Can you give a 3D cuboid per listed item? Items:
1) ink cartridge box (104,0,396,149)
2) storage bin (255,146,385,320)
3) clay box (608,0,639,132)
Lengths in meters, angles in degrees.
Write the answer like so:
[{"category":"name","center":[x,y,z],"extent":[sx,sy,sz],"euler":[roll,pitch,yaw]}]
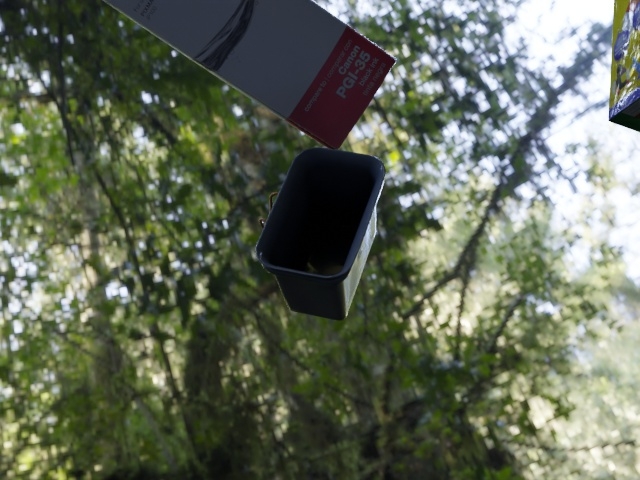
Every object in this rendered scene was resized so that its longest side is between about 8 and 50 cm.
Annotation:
[{"category":"ink cartridge box","center":[-0.088,-0.228,1.117],"extent":[0.283,0.207,0.117],"euler":[32,-83,-21]},{"category":"storage bin","center":[0.000,0.000,0.950],"extent":[0.098,0.135,0.091],"euler":[10,-36,16]},{"category":"clay box","center":[0.356,-0.237,1.121],"extent":[0.053,0.222,0.127],"euler":[15,-25,-16]}]
